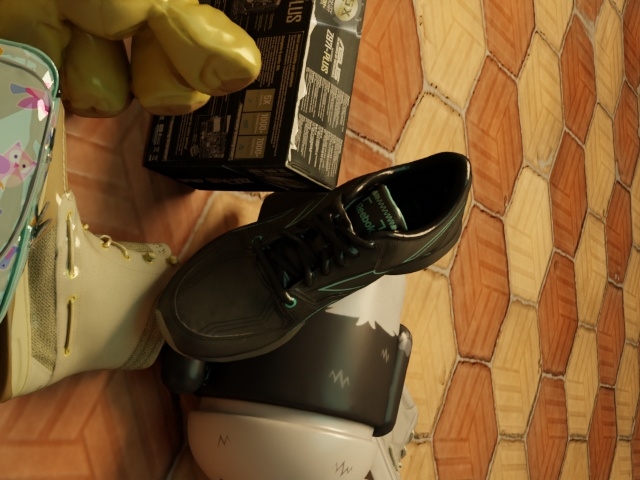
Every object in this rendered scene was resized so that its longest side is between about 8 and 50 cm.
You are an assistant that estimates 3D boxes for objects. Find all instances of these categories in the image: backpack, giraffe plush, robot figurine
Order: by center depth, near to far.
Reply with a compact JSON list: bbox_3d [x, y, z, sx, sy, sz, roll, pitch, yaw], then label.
[{"bbox_3d":[-0.229,-0.025,0.474,0.166,0.144,0.188,12,92,-30],"label":"backpack"},{"bbox_3d":[-0.136,-0.202,0.606,0.210,0.182,0.170,60,30,-65],"label":"giraffe plush"},{"bbox_3d":[-0.021,0.093,0.798,0.173,0.209,0.278,88,12,-75],"label":"robot figurine"}]

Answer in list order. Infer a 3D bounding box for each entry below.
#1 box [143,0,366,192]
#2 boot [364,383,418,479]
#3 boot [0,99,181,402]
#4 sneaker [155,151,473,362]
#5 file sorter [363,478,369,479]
[{"bbox_3d":[-0.053,-0.135,0.748,0.078,0.148,0.180,23,72,-55],"label":"box"},{"bbox_3d":[0.078,0.253,1.027,0.123,0.095,0.258,-40,124,-41],"label":"boot"},{"bbox_3d":[-0.170,-0.001,0.641,0.165,0.077,0.213,-2,99,-57],"label":"boot"},{"bbox_3d":[0.000,0.000,0.675,0.267,0.106,0.101,-26,76,-21],"label":"sneaker"},{"bbox_3d":[0.027,0.323,0.795,0.193,0.278,0.173,5,92,-58],"label":"file sorter"}]
